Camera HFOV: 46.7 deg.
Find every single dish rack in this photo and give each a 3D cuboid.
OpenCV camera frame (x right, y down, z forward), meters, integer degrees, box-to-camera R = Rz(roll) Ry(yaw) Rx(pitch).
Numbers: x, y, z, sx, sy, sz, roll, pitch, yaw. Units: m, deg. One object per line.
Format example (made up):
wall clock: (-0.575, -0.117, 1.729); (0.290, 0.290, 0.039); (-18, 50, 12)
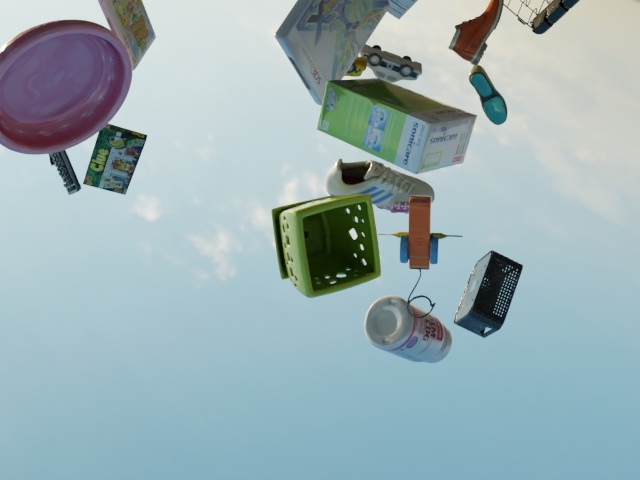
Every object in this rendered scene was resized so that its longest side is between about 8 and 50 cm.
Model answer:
dish rack: (0.474, -0.610, 1.676); (0.272, 0.208, 0.074); (36, -134, -10)

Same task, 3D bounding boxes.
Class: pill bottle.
pill bottle: (0.268, 0.272, 2.199); (0.283, 0.160, 0.160); (28, -165, -49)

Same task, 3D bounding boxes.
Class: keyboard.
keyboard: (-0.739, -0.274, 2.019); (0.033, 0.317, 0.201); (-24, -171, -25)

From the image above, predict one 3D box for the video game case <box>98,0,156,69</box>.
video game case: (-0.489, -0.565, 1.894); (0.023, 0.193, 0.212); (-8, -143, 12)

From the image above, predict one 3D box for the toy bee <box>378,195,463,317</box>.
toy bee: (0.239, 0.013, 1.863); (0.195, 0.298, 0.162); (21, -156, 1)

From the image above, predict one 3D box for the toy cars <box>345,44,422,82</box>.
toy cars: (0.111, -0.484, 2.066); (0.394, 0.087, 0.176); (-6, -140, -37)

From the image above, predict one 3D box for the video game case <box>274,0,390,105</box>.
video game case: (0.040, -0.529, 1.776); (0.036, 0.329, 0.300); (28, 171, 26)

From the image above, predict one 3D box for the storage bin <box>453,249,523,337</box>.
storage bin: (0.399, 0.128, 1.770); (0.084, 0.122, 0.180); (25, -113, -1)

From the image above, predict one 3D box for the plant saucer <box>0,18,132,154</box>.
plant saucer: (-0.560, -0.330, 1.559); (0.084, 0.332, 0.332); (48, -146, 21)

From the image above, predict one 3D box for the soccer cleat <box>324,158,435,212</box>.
soccer cleat: (0.179, -0.159, 2.096); (0.331, 0.143, 0.116); (5, -123, -11)

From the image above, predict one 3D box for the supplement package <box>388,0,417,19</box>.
supplement package: (0.243, -0.760, 2.169); (0.105, 0.179, 0.105); (12, -136, -50)

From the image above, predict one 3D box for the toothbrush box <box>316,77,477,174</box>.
toothbrush box: (0.169, -0.263, 1.655); (0.283, 0.122, 0.206); (27, -152, 31)

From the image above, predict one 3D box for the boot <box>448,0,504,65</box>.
boot: (0.342, -0.472, 1.622); (0.085, 0.157, 0.059); (27, -176, 2)

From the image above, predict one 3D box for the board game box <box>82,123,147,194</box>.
board game box: (-0.619, -0.241, 2.221); (0.136, 0.259, 0.030); (16, -132, -18)

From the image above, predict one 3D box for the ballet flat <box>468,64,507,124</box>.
ballet flat: (0.567, -0.494, 2.490); (0.232, 0.080, 0.073); (54, -152, -33)

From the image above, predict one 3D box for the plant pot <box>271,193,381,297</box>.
plant pot: (0.000, 0.000, 1.921); (0.227, 0.228, 0.207); (-15, -165, -28)
